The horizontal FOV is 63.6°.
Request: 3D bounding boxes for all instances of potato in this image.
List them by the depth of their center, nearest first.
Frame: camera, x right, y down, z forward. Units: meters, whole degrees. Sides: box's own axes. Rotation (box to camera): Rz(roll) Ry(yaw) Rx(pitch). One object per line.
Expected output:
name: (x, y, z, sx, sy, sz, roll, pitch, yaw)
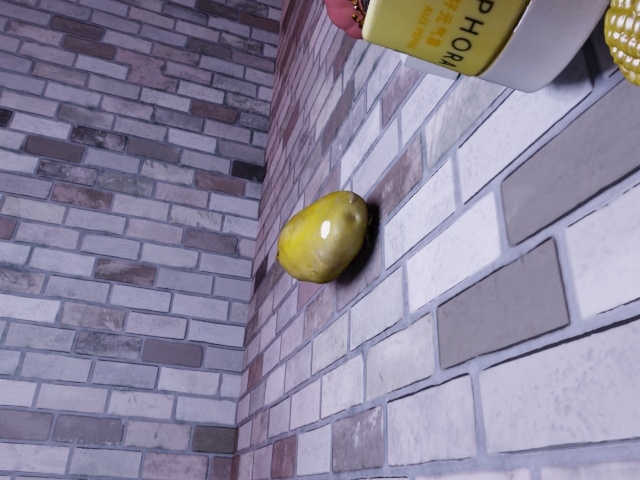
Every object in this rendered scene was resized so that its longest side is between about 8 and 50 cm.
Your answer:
potato: (0.000, 0.000, 1.025, 0.300, 0.140, 0.173, -26, 47, 64)

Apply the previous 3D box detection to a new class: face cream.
face cream: (0.155, -0.271, 0.483, 0.218, 0.179, 0.218, -163, 90, -89)

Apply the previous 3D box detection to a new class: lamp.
lamp: (0.093, -0.450, 0.926, 0.140, 0.182, 0.182, -102, 27, -48)

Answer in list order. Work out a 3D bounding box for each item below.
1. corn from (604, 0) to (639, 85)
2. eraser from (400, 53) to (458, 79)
corn: (0.251, -0.113, 0.291, 0.262, 0.097, 0.097, -102, 27, -56)
eraser: (0.184, -0.320, 0.669, 0.212, 0.091, 0.046, 115, 158, -43)
